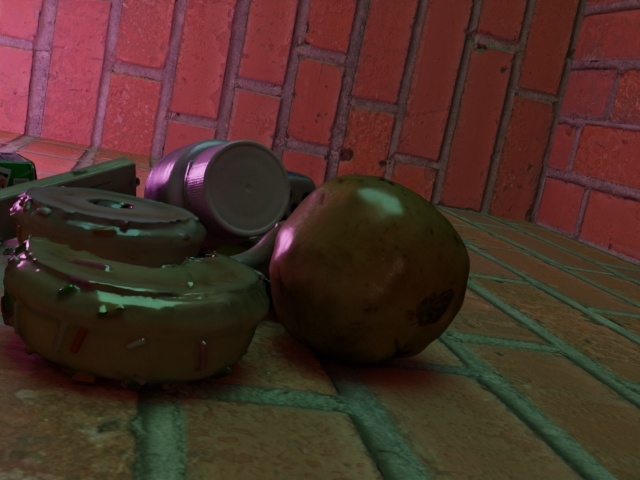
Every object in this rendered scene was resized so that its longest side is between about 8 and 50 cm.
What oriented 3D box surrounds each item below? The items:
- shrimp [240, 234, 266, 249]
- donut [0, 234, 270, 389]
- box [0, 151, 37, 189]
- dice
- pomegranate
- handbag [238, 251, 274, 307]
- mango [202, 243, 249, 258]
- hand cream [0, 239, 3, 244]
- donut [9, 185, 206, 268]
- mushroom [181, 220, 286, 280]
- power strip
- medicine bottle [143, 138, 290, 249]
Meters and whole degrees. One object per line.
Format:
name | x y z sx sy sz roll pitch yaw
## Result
shrimp | 0.000 0.000 1.919 0.445 0.085 0.272 -7 3 -12
donut | -0.250 0.099 1.130 0.371 0.150 0.307 7 11 -25
box | -0.871 -0.169 2.064 0.250 0.102 0.180 -1 14 -33
dice | -0.136 -0.112 2.374 0.194 0.191 0.193 1 13 -40
pomegranate | 0.077 0.048 1.344 0.333 0.332 0.332 11 10 -2
handbag | -0.038 0.082 1.616 0.192 0.075 0.332 36 14 20
mango | -0.186 0.061 1.627 0.115 0.090 0.178 22 20 10
hand cream | -0.742 -0.014 1.533 0.257 0.050 0.084 17 11 -1
donut | -0.418 -0.009 1.587 0.383 0.142 0.382 11 9 -2
mushroom | -0.157 0.051 1.439 0.278 0.096 0.099 -23 10 -11
power strip | -0.556 -0.089 1.725 0.367 0.106 0.043 -22 40 -39
medicine bottle | -0.237 -0.105 1.833 0.256 0.256 0.325 5 -6 -31
